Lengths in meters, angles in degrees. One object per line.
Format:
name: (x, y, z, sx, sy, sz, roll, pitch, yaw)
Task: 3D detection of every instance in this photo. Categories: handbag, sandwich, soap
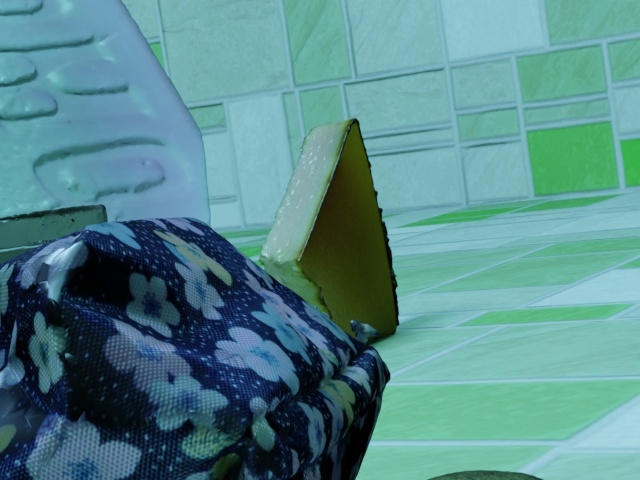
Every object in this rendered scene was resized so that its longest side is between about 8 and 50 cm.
handbag: (-0.080, 0.092, 0.432, 0.208, 0.127, 0.229, -50, -3, 7)
sandwich: (0.000, 0.000, 1.289, 0.058, 0.193, 0.162, -9, 4, 27)
soap: (-0.257, -0.089, 1.322, 0.261, 0.446, 0.156, -13, -29, -38)

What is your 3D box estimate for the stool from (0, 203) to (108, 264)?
stool: (-0.219, 0.083, 0.814, 0.270, 0.170, 0.243, -9, 6, -15)

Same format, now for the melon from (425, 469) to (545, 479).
melon: (0.046, 0.113, 0.424, 0.098, 0.098, 0.131, -8, 0, 2)
